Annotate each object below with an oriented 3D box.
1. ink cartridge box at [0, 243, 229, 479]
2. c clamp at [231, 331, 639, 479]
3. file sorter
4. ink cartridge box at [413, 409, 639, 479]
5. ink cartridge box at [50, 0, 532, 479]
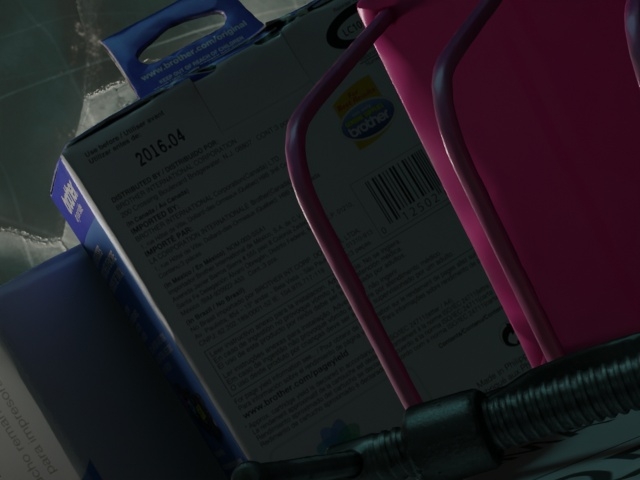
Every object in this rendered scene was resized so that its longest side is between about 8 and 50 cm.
[{"bbox_3d":[-0.252,0.223,1.281,0.395,0.285,0.166,-33,-1,31],"label":"ink cartridge box"},{"bbox_3d":[0.077,0.026,0.358,0.160,0.022,0.137,-19,-6,14],"label":"c clamp"},{"bbox_3d":[0.161,-0.033,0.677,0.290,0.202,0.182,-20,18,26],"label":"file sorter"},{"bbox_3d":[0.112,0.060,0.436,0.296,0.066,0.261,-16,-2,-28],"label":"ink cartridge box"},{"bbox_3d":[0.000,0.000,1.180,0.270,0.395,0.151,-31,-1,-16],"label":"ink cartridge box"}]
